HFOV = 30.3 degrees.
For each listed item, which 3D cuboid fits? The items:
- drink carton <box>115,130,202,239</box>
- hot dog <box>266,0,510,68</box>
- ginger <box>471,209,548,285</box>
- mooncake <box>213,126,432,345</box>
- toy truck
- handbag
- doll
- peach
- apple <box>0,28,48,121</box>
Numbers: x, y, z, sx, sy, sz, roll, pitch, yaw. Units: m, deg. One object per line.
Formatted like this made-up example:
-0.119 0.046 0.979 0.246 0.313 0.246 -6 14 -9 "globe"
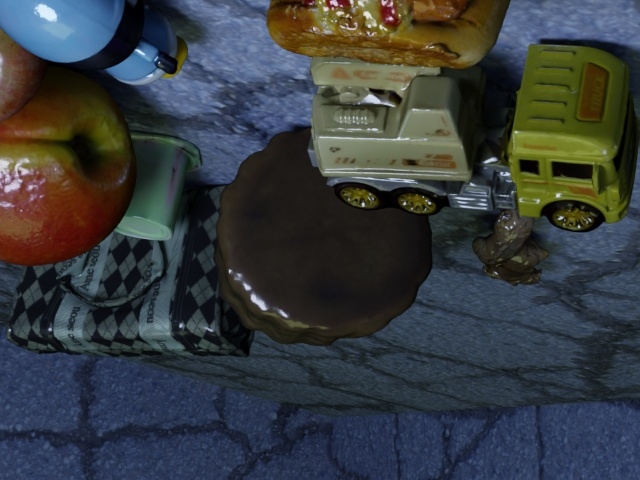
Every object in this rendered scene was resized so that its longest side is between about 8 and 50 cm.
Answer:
-0.275 -0.083 1.901 0.144 0.142 0.146 7 161 2 "drink carton"
0.052 -0.257 1.182 0.256 0.150 0.153 9 167 25 "hot dog"
0.327 0.020 2.027 0.122 0.084 0.290 11 163 16 "ginger"
0.000 0.001 1.750 0.324 0.324 0.187 11 164 -8 "mooncake"
0.179 -0.144 1.442 0.405 0.181 0.254 6 155 17 "toy truck"
-0.318 0.040 2.054 0.416 0.317 0.180 -2 159 18 "handbag"
-0.268 -0.263 1.340 0.177 0.141 0.314 34 -173 25 "doll"
-0.421 -0.106 1.662 0.332 0.308 0.308 1 162 39 "peach"
-0.423 -0.230 1.419 0.188 0.188 0.174 16 -167 -22 "apple"
